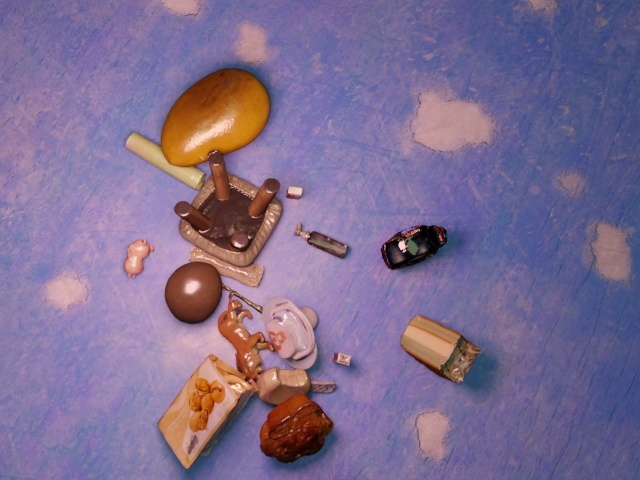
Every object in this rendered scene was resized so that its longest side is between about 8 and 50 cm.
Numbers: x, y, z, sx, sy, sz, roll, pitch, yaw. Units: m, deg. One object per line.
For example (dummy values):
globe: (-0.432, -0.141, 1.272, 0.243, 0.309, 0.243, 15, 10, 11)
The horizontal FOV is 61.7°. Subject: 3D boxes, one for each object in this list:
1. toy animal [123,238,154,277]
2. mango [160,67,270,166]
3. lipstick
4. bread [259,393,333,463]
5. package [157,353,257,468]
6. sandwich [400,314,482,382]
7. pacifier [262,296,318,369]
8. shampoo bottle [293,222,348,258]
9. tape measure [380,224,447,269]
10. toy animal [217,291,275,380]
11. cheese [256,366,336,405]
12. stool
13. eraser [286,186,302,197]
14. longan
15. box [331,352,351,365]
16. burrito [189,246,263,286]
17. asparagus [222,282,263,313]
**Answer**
toy animal: (-0.644, 0.060, 1.887, 0.089, 0.083, 0.150, 23, 91, -17)
mango: (-0.377, -0.424, 1.910, 0.301, 0.220, 0.445, 40, 79, 12)
lipstick: (-0.557, -0.287, 1.948, 0.304, 0.076, 0.076, 32, 79, -2)
bread: (-0.085, 0.648, 1.820, 0.246, 0.135, 0.232, -37, 119, -3)
package: (-0.368, 0.574, 1.809, 0.221, 0.165, 0.311, 40, 97, 34)
sandwich: (0.425, 0.383, 1.922, 0.227, 0.198, 0.155, 35, 80, -2)
pacifier: (-0.076, 0.308, 1.897, 0.207, 0.227, 0.279, -26, 88, -51)
shampoo bottle: (0.000, 0.001, 1.990, 0.207, 0.057, 0.063, 24, 80, -4)
tape measure: (0.328, 0.022, 1.959, 0.223, 0.202, 0.135, -20, 83, -24)
toy animal: (-0.278, 0.350, 1.890, 0.157, 0.097, 0.312, -36, 86, -5)
cheese: (-0.079, 0.508, 1.877, 0.286, 0.163, 0.082, 5, 40, -22)
stool: (-0.311, -0.106, 1.861, 0.310, 0.226, 0.310, 27, 72, 0)
eraser: (-0.097, -0.174, 1.969, 0.052, 0.122, 0.029, 7, 85, -6)
longan: (-0.436, 0.178, 1.842, 0.196, 0.196, 0.220, 24, 92, -4)
box: (0.075, 0.423, 1.911, 0.050, 0.117, 0.036, 16, 77, -3)
burrito: (-0.343, 0.092, 1.933, 0.275, 0.059, 0.082, 18, 73, -5)
asparagus: (-0.286, 0.208, 1.943, 0.233, 0.023, 0.022, 32, 35, -3)
